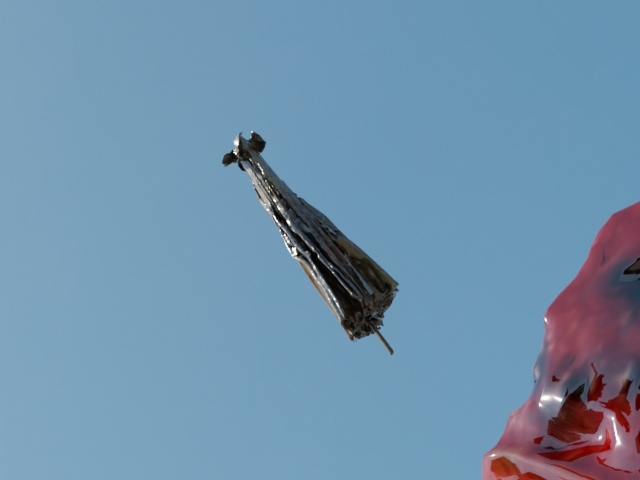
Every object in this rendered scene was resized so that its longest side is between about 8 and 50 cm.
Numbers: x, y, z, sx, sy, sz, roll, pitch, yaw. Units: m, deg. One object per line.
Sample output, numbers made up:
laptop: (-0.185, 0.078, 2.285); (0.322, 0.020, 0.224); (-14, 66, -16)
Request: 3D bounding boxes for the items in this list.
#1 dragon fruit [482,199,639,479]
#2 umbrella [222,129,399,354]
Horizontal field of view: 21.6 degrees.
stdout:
dragon fruit: (0.258, 0.104, 0.494); (0.228, 0.286, 0.329); (-54, -53, -17)
umbrella: (-0.002, 0.001, 0.487); (0.020, 0.083, 0.031); (-40, -20, -5)
